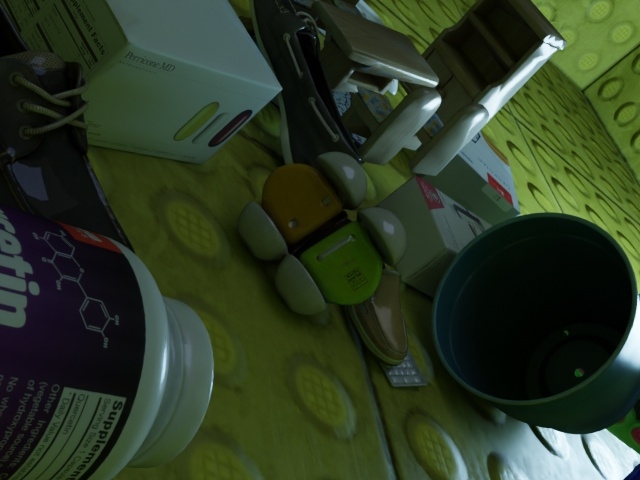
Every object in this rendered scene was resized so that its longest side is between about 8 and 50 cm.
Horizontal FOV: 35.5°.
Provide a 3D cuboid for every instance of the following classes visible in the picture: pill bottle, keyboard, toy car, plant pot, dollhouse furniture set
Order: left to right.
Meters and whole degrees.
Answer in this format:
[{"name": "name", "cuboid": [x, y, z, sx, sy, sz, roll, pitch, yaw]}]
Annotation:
[{"name": "pill bottle", "cuboid": [-0.221, 0.063, 0.607, 0.323, 0.181, 0.181, 21, 37, -48]}, {"name": "toy car", "cuboid": [0.000, 0.000, 1.168, 0.182, 0.159, 0.136, 54, -12, 11]}, {"name": "keyboard", "cuboid": [0.057, 0.077, 1.279, 0.072, 0.014, 0.256, 15, 41, -53]}, {"name": "dollhouse furniture set", "cuboid": [0.165, -0.317, 1.588, 0.394, 0.256, 0.362, 7, 43, -49]}, {"name": "plant pot", "cuboid": [0.327, 0.139, 1.377, 0.255, 0.272, 0.271, 44, 20, -49]}]

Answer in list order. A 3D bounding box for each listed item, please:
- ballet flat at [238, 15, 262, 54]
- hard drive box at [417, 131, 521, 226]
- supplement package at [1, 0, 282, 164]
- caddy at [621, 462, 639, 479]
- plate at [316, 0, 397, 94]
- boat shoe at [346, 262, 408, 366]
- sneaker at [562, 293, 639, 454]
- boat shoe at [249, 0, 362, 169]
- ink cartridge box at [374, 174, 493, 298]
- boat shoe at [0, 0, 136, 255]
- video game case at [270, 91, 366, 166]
[{"name": "ballet flat", "cuboid": [-0.132, -0.275, 1.421, 0.073, 0.080, 0.232, 22, 21, 6]}, {"name": "hard drive box", "cuboid": [0.272, -0.133, 1.868, 0.181, 0.089, 0.232, 40, 26, -19]}, {"name": "supplement package", "cuboid": [-0.205, -0.216, 1.090, 0.262, 0.145, 0.204, 4, 50, -58]}, {"name": "caddy", "cuboid": [0.469, 0.417, 1.304, 0.341, 0.179, 0.241, 1, 76, -61]}, {"name": "plate", "cuboid": [0.054, -0.449, 2.009, 0.278, 0.045, 0.277, 36, 28, -27]}, {"name": "boat shoe", "cuboid": [0.070, 0.061, 1.229, 0.068, 0.072, 0.190, 14, 42, -44]}, {"name": "sneaker", "cuboid": [0.465, 0.163, 1.599, 0.202, 0.185, 0.483, 39, 15, -37]}, {"name": "boat shoe", "cuboid": [-0.017, -0.233, 1.402, 0.112, 0.095, 0.335, 24, 50, -63]}, {"name": "ink cartridge box", "cuboid": [0.200, 0.020, 1.516, 0.218, 0.092, 0.158, 30, 31, -41]}, {"name": "boat shoe", "cuboid": [-0.268, -0.107, 0.838, 0.355, 0.130, 0.132, 51, 24, 3]}, {"name": "video game case", "cuboid": [-0.012, -0.242, 1.592, 0.210, 0.042, 0.232, 36, 27, -25]}]
